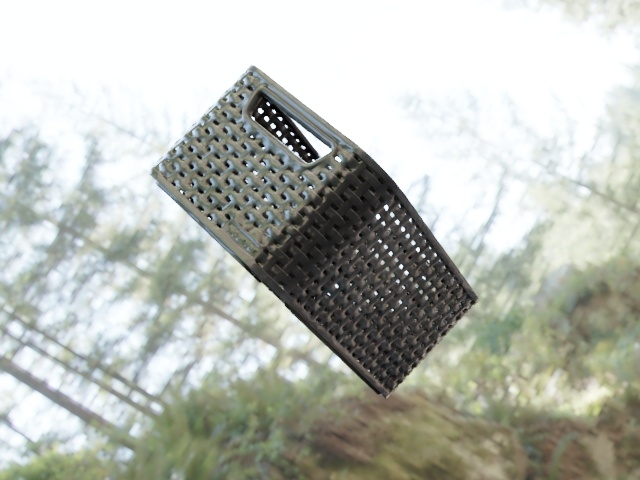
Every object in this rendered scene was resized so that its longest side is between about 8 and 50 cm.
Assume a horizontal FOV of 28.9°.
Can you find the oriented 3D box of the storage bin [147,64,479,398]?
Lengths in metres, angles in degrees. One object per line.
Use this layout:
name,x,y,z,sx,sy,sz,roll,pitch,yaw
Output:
storage bin,0.000,0.000,0.698,0.084,0.122,0.180,-47,-35,-3
